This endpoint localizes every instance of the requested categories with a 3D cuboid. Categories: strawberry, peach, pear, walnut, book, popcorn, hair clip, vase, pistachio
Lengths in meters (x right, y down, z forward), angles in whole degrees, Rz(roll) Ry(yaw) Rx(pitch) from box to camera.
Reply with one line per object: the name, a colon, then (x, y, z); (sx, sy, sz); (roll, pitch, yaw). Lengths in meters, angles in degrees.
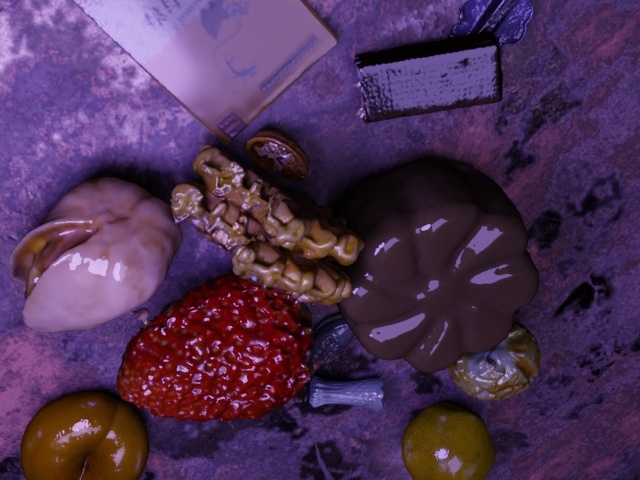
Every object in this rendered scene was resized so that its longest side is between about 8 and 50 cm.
strawberry: (-0.185, 0.180, 1.331); (0.343, 0.292, 0.292); (-5, 119, -20)
peach: (-0.460, 0.410, 1.496); (0.251, 0.153, 0.251); (-5, 125, -7)
pear: (0.270, 0.444, 1.609); (0.198, 0.198, 0.198); (-4, 118, -7)
walnut: (-0.068, -0.154, 1.307); (0.121, 0.052, 0.091); (35, 145, -22)
book: (-0.193, -0.367, 1.193); (0.269, 0.032, 0.389); (-41, 115, 14)
popcorn: (0.327, 0.219, 1.507); (0.198, 0.198, 0.212); (-44, 82, 14)
hair clip: (0.292, -0.366, 1.259); (0.124, 0.052, 0.195); (25, 116, -14)
vase: (0.051, 0.316, 1.565); (0.149, 0.081, 0.081); (3, 117, -7)
pistachio: (-0.378, 0.031, 1.271); (0.321, 0.229, 0.238); (-33, 151, 18)

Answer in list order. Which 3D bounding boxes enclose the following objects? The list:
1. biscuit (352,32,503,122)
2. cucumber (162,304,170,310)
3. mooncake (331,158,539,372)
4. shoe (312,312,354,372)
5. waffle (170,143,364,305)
biscuit: (0.175, -0.268, 1.261); (0.252, 0.070, 0.106); (-9, 119, 6)
cucumber: (-0.243, 0.183, 1.473); (0.036, 0.033, 0.184); (-43, 118, -5)
mooncake: (0.195, 0.054, 1.355); (0.378, 0.201, 0.378); (-8, 119, -14)
shoe: (-0.003, 0.223, 1.504); (0.194, 0.077, 0.074); (-34, 117, 10)
waffle: (-0.085, -0.021, 1.225); (0.261, 0.324, 0.151); (25, 101, -46)
